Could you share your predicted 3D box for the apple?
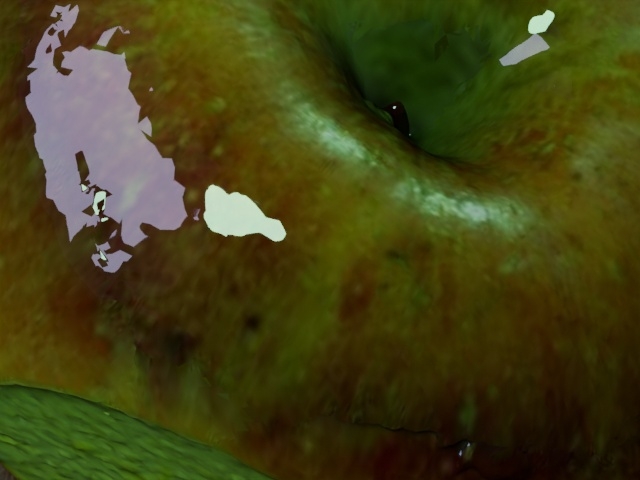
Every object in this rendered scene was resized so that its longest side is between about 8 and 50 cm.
[{"bbox_3d":[0.000,0.000,0.862,0.374,0.374,0.384,-42,77,34],"label":"apple"}]
